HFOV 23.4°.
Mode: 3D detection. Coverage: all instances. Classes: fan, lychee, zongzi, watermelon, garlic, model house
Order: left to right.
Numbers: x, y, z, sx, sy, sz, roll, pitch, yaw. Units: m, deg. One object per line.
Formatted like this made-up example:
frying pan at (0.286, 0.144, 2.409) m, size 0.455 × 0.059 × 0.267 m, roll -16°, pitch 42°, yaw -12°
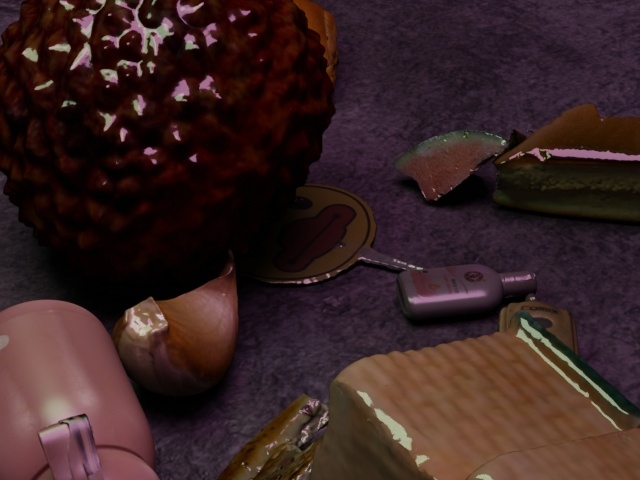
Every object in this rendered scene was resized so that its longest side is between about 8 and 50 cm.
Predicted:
lychee at (-0.190, -0.180, 1.890) m, size 0.424 × 0.425 × 0.500 m, roll 9°, pitch 61°, yaw 13°
garlic at (-0.163, 0.110, 1.739) m, size 0.115 × 0.128 × 0.206 m, roll -20°, pitch 8°, yaw 27°
fan at (0.000, -0.001, 1.971) m, size 0.335 × 0.011 × 0.229 m, roll 17°, pitch 39°, yaw 22°
watermelon at (0.191, -0.105, 2.046) m, size 0.101 × 0.155 × 0.080 m, roll 10°, pitch 52°, yaw -42°
zongzi at (0.274, -0.125, 2.092) m, size 0.083 × 0.073 × 0.067 m, roll 4°, pitch 54°, yaw 7°
model house at (0.218, 0.273, 1.353) m, size 0.342 × 0.335 × 0.382 m, roll -10°, pitch 36°, yaw -30°

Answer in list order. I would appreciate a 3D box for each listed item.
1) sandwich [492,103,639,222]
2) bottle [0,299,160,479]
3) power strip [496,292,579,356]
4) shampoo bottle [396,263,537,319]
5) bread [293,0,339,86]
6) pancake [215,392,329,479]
sandwich at (0.347, -0.098, 2.013) m, size 0.235 × 0.122 × 0.128 m, roll 6°, pitch 38°, yaw 8°
bottle at (-0.258, 0.195, 1.539) m, size 0.173 × 0.206 × 0.297 m, roll -19°, pitch 41°, yaw -12°
power strip at (0.238, 0.180, 1.678) m, size 0.092 × 0.066 × 0.388 m, roll 4°, pitch 36°, yaw 2°
shampoo bottle at (0.177, 0.059, 1.864) m, size 0.165 × 0.040 × 0.080 m, roll -6°, pitch 35°, yaw -7°
bread at (-0.089, -0.287, 2.294) m, size 0.235 × 0.099 × 0.210 m, roll 1°, pitch 36°, yaw 2°
pancake at (-0.060, 0.235, 1.491) m, size 0.197 × 0.054 × 0.376 m, roll -35°, pitch 6°, yaw 16°
